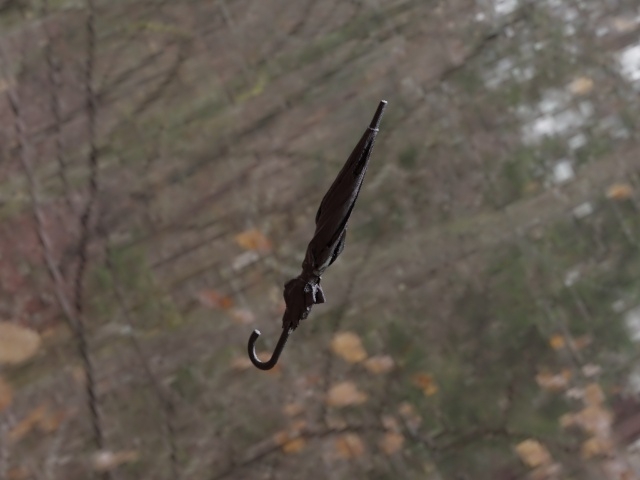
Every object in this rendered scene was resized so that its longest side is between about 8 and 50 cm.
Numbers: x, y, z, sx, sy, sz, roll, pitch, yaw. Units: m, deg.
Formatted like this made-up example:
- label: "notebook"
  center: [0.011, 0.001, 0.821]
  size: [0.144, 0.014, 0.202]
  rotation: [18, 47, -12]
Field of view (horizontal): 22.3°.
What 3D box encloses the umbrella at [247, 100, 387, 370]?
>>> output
- label: "umbrella"
  center: [0.002, 0.002, 0.612]
  size: [0.022, 0.013, 0.122]
  rotation: [43, -61, 29]
